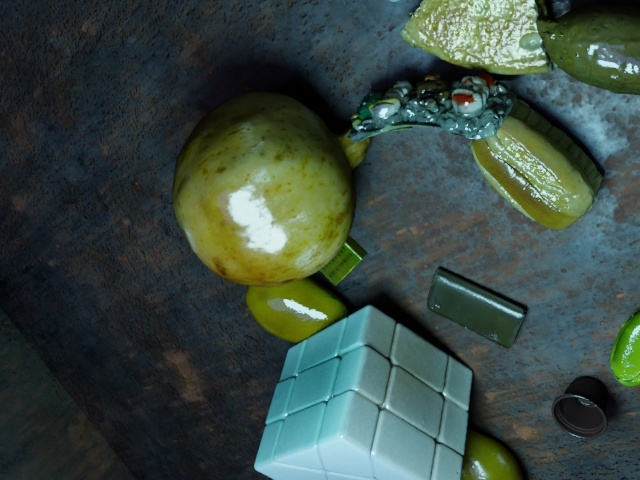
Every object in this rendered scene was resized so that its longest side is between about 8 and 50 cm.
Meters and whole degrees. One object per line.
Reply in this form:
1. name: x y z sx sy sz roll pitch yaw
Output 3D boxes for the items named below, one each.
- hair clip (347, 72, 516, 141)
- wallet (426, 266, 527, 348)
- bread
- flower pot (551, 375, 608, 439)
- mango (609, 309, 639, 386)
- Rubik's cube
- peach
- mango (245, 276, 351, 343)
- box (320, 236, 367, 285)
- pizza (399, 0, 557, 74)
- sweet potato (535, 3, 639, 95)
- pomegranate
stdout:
1. hair clip: 0.175 -0.240 1.324 0.321 0.138 0.091 3 139 40
2. wallet: 0.317 0.139 1.574 0.198 0.031 0.110 26 132 20
3. bread: 0.362 -0.127 1.308 0.236 0.106 0.140 43 137 5
4. flower pot: 0.521 0.321 1.509 0.111 0.089 0.111 19 130 25
5. mango: 0.584 0.191 1.390 0.091 0.074 0.165 29 120 25
6. Rubik's cube: 0.098 0.382 1.641 0.318 0.316 0.321 34 137 -20
7. peach: 0.338 0.540 1.754 0.251 0.153 0.251 15 129 19
8. mango: -0.056 0.160 1.786 0.254 0.139 0.176 30 140 7
9. box: 0.000 0.000 1.710 0.193 0.030 0.121 45 135 3
10. pizza: 0.282 -0.402 1.206 0.279 0.075 0.288 24 129 15
11. sweet potato: 0.516 -0.260 1.092 0.422 0.130 0.131 18 128 24
12. pomegranate: -0.084 -0.108 1.494 0.409 0.410 0.410 19 129 25
